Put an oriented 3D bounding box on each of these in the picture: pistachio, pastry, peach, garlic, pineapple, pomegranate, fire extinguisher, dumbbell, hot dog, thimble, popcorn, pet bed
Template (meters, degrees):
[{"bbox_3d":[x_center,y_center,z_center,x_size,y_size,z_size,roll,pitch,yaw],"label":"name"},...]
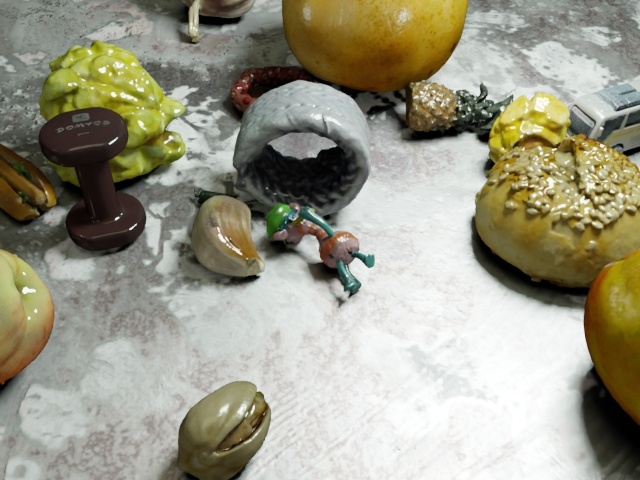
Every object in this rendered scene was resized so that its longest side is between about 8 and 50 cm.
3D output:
[{"bbox_3d":[-0.126,0.252,0.944,0.113,0.113,0.149,26,35,22],"label":"pistachio"},{"bbox_3d":[0.430,-0.064,1.206,0.316,0.184,0.284,7,47,5],"label":"pastry"},{"bbox_3d":[-0.504,0.114,0.992,0.233,0.232,0.232,1,45,-1],"label":"peach"},{"bbox_3d":[-0.157,-0.022,1.232,0.129,0.090,0.198,10,37,-13],"label":"garlic"},{"bbox_3d":[0.294,-0.268,1.467,0.237,0.119,0.111,3,1,-5],"label":"pineapple"},{"bbox_3d":[0.111,-0.518,1.509,0.417,0.416,0.416,1,45,-1],"label":"pomegranate"},{"bbox_3d":[-0.199,-0.075,1.312,0.083,0.025,0.038,11,69,9],"label":"fire extinguisher"},{"bbox_3d":[-0.377,-0.101,1.190,0.141,0.225,0.124,-13,44,-16],"label":"dumbbell"},{"bbox_3d":[0.522,0.141,0.948,0.308,0.307,0.332,-20,65,-20],"label":"peach"},{"bbox_3d":[-0.582,-0.122,1.316,0.250,0.068,0.100,33,54,28],"label":"hot dog"},{"bbox_3d":[-0.032,-0.165,1.277,0.246,0.217,0.157,-6,37,8],"label":"thimble"},{"bbox_3d":[0.405,-0.203,1.365,0.148,0.167,0.152,33,24,-20],"label":"popcorn"},{"bbox_3d":[-0.388,-0.232,1.305,0.235,0.250,0.242,27,49,33],"label":"popcorn"},{"bbox_3d":[-0.098,-0.319,1.536,0.201,0.053,0.201,0,40,0],"label":"pet bed"},{"bbox_3d":[-0.280,-0.604,1.733,0.245,0.245,0.253,18,80,15],"label":"garlic"}]

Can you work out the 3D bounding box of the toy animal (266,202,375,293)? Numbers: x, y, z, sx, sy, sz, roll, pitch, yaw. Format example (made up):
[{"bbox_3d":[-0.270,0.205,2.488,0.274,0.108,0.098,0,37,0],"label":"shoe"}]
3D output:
[{"bbox_3d":[0.000,0.000,1.190,0.100,0.103,0.208,-39,61,-22],"label":"toy animal"}]

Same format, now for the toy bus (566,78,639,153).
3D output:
[{"bbox_3d":[0.643,-0.253,1.432,0.343,0.138,0.097,-17,51,-20],"label":"toy bus"}]
